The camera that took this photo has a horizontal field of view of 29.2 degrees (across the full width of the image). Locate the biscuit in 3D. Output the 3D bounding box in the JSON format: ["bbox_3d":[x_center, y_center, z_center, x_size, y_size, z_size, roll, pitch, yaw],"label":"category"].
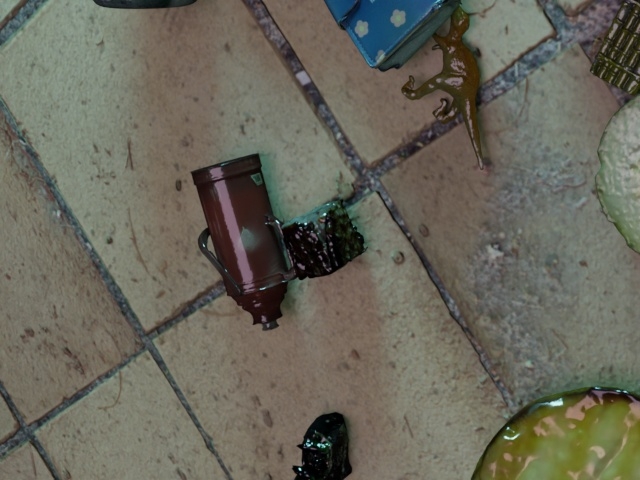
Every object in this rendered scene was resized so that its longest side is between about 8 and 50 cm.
[{"bbox_3d":[0.318,0.317,1.419,0.296,0.102,0.296,-6,74,22],"label":"biscuit"}]

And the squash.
[{"bbox_3d":[0.409,-0.069,1.332,0.219,0.041,0.219,10,111,26],"label":"squash"}]

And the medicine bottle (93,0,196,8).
[{"bbox_3d":[-0.227,-0.444,1.546,0.141,0.141,0.293,8,108,30],"label":"medicine bottle"}]

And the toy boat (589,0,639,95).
[{"bbox_3d":[0.343,-0.221,1.335,0.063,0.016,0.115,33,118,21],"label":"toy boat"}]

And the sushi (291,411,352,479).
[{"bbox_3d":[0.004,0.285,1.655,0.056,0.085,0.083,19,112,25],"label":"sushi"}]

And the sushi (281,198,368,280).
[{"bbox_3d":[0.000,0.000,1.563,0.094,0.098,0.084,-19,95,32],"label":"sushi"}]

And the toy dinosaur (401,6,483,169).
[{"bbox_3d":[0.173,-0.182,1.441,0.162,0.039,0.126,46,121,10],"label":"toy dinosaur"}]

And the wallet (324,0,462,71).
[{"bbox_3d":[0.061,-0.309,1.440,0.141,0.059,0.202,-43,72,34],"label":"wallet"}]

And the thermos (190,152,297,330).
[{"bbox_3d":[-0.092,0.007,1.623,0.124,0.099,0.232,-13,96,32],"label":"thermos"}]
